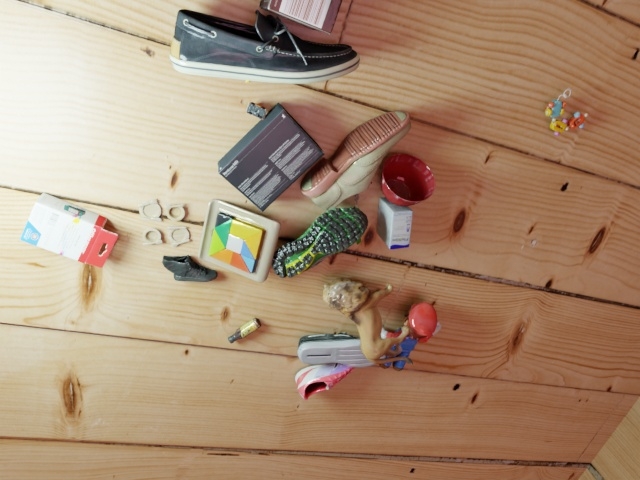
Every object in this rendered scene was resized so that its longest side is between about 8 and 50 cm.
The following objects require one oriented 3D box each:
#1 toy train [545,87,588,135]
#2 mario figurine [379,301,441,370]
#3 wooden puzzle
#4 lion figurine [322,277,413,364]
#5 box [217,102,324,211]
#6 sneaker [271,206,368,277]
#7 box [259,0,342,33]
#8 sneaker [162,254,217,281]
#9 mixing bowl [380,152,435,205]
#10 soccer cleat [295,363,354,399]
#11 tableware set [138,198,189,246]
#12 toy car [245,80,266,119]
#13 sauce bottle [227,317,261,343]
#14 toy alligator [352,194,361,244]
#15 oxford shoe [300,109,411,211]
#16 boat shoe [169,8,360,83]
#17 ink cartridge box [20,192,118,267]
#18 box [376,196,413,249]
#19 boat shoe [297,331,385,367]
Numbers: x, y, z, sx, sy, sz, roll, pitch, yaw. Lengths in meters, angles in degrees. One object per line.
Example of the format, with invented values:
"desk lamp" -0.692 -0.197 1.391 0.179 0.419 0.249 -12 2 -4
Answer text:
"toy train" 0.811 -0.424 1.602 0.125 0.046 0.166 -41 122 8
"mario figurine" 0.338 0.354 1.870 0.198 0.170 0.320 -12 139 -49
"wooden puzzle" -0.262 0.006 1.517 0.238 0.044 0.221 19 113 4
"lion figurine" 0.172 0.298 1.696 0.240 0.142 0.392 -19 81 -33
"box" -0.150 -0.245 1.425 0.261 0.103 0.184 -41 122 9
"sneaker" 0.000 0.000 1.574 0.343 0.146 0.134 -29 86 12
"box" -0.041 -0.631 1.193 0.168 0.203 0.167 13 113 -20
"sneaker" -0.423 0.087 1.560 0.170 0.051 0.089 -1 122 -10
"mixing bowl" 0.264 -0.179 1.542 0.181 0.181 0.098 5 154 -16
"soccer cleat" 0.057 0.513 1.860 0.318 0.116 0.109 -24 120 0
"tableware set" -0.485 -0.051 1.491 0.141 0.020 0.169 -4 118 -11
"toy car" -0.179 -0.411 1.366 0.060 0.040 0.122 8 119 6
"sauce bottle" -0.274 0.327 1.727 0.128 0.042 0.042 -35 119 7
"toy alligator" 0.108 -0.074 1.609 0.051 0.056 0.190 10 122 27
"oxford shoe" 0.126 -0.244 1.486 0.397 0.140 0.146 -35 126 17
"boat shoe" -0.137 -0.509 1.249 0.500 0.187 0.156 2 122 -9
"ink cartridge box" -0.728 -0.026 1.411 0.231 0.078 0.134 26 109 -24
"box" 0.247 -0.060 1.605 0.072 0.126 0.137 -5 118 -13
"boat shoe" 0.079 0.393 1.801 0.335 0.119 0.121 6 119 -10
